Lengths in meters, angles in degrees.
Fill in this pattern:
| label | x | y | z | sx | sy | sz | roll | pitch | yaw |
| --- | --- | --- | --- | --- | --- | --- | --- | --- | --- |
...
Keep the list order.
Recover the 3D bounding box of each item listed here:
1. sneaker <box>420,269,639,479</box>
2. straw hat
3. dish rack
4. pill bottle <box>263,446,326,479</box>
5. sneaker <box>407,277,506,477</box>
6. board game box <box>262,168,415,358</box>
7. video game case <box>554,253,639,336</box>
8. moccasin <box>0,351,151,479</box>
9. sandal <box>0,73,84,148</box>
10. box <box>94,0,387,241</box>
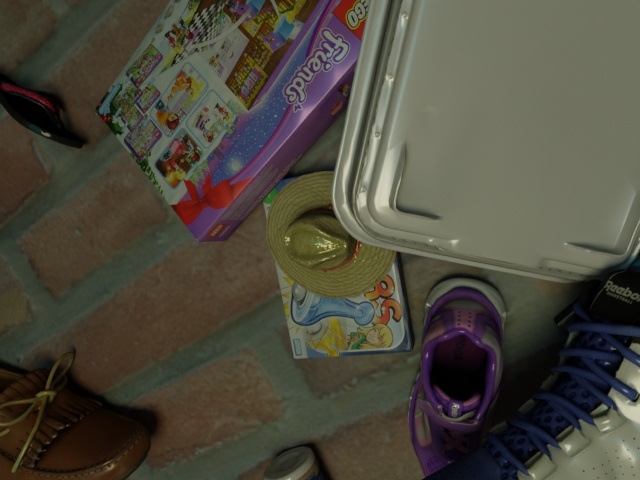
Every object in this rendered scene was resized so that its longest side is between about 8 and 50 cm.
| label | x | y | z | sx | sy | sz | roll | pitch | yaw |
| --- | --- | --- | --- | --- | --- | --- | --- | --- | --- |
| sneaker | 0.216 | 0.126 | 0.348 | 0.315 | 0.127 | 0.182 | -17 | 94 | -1 |
| straw hat | 0.000 | 0.000 | 0.436 | 0.144 | 0.061 | 0.145 | 3 | 99 | 18 |
| dish rack | 0.172 | -0.127 | 0.348 | 0.285 | 0.072 | 0.333 | 11 | 105 | -5 |
| pill bottle | -0.015 | 0.318 | 0.534 | 0.067 | 0.067 | 0.120 | -24 | 92 | 20 |
| sneaker | 0.132 | 0.161 | 0.440 | 0.095 | 0.104 | 0.237 | 4 | 102 | 16 |
| board game box | 0.020 | 0.025 | 0.486 | 0.136 | 0.035 | 0.201 | -9 | 97 | 19 |
| video game case | 0.383 | 0.047 | 0.382 | 0.196 | 0.026 | 0.274 | 42 | 108 | 6 |
| moccasin | -0.402 | 0.239 | 0.616 | 0.379 | 0.139 | 0.147 | 8 | 111 | 26 |
| sandal | -0.366 | -0.178 | 0.558 | 0.179 | 0.067 | 0.040 | 40 | 97 | 10 |
| box | -0.080 | -0.169 | 0.452 | 0.293 | 0.057 | 0.201 | -45 | 76 | 17 |
